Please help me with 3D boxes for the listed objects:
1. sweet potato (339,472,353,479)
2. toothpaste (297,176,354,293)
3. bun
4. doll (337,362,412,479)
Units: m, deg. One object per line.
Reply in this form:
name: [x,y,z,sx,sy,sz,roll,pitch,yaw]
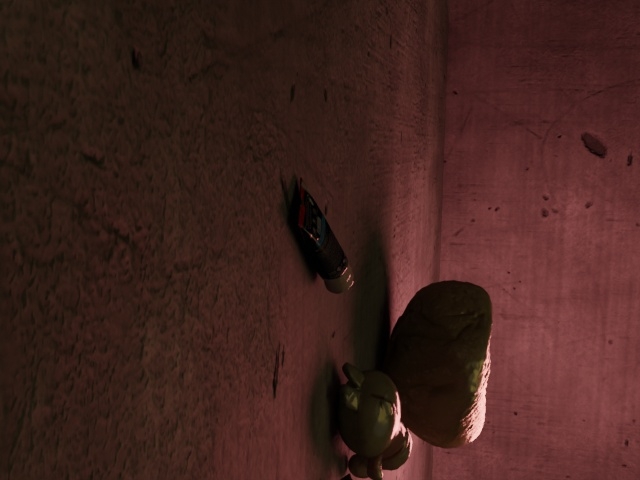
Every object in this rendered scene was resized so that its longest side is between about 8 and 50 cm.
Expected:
sweet potato: [0.023,0.443,1.181,0.068,0.060,0.206,44,48,-18]
toothpaste: [0.000,0.000,1.039,0.193,0.045,0.071,62,25,-53]
bun: [0.256,0.262,1.724,0.349,0.227,0.353,-16,110,-75]
doll: [0.091,0.299,1.303,0.275,0.113,0.155,77,24,-49]
